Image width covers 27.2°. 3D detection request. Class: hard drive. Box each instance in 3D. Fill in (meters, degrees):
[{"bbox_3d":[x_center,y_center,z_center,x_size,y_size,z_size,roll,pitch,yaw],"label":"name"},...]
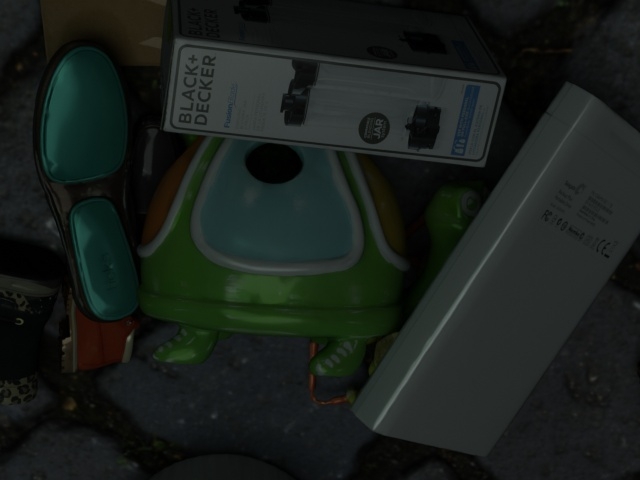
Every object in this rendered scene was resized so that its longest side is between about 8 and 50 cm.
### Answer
[{"bbox_3d":[0.193,0.041,1.256,0.233,0.047,0.353,23,102,-53],"label":"hard drive"}]

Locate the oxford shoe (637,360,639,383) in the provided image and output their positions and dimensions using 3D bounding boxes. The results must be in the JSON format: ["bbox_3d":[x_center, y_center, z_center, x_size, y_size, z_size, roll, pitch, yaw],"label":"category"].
[{"bbox_3d":[0.382,0.164,1.445,0.076,0.076,0.212,17,125,25],"label":"oxford shoe"}]

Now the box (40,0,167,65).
[{"bbox_3d":[-0.163,-0.242,1.237,0.201,0.021,0.164,0,119,0],"label":"box"}]

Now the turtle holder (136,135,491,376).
[{"bbox_3d":[-0.013,0.000,1.242,0.320,0.243,0.227,5,94,23],"label":"turtle holder"}]

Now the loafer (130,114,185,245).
[{"bbox_3d":[-0.165,-0.041,1.324,0.062,0.061,0.170,1,118,1],"label":"loafer"}]

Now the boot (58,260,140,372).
[{"bbox_3d":[-0.232,0.067,1.393,0.085,0.059,0.157,0,120,-14],"label":"boot"}]

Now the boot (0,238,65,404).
[{"bbox_3d":[-0.393,0.076,1.378,0.236,0.085,0.178,12,121,-5],"label":"boot"}]

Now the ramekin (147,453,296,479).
[{"bbox_3d":[-0.114,0.366,1.510,0.273,0.127,0.272,0,118,-1],"label":"ramekin"}]

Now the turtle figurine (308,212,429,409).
[{"bbox_3d":[0.119,0.110,1.392,0.217,0.087,0.269,23,116,-12],"label":"turtle figurine"}]

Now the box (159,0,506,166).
[{"bbox_3d":[0.003,-0.153,1.187,0.290,0.169,0.087,6,118,-9],"label":"box"}]

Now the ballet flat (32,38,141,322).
[{"bbox_3d":[-0.229,-0.057,1.281,0.095,0.096,0.280,-7,106,-18],"label":"ballet flat"}]
